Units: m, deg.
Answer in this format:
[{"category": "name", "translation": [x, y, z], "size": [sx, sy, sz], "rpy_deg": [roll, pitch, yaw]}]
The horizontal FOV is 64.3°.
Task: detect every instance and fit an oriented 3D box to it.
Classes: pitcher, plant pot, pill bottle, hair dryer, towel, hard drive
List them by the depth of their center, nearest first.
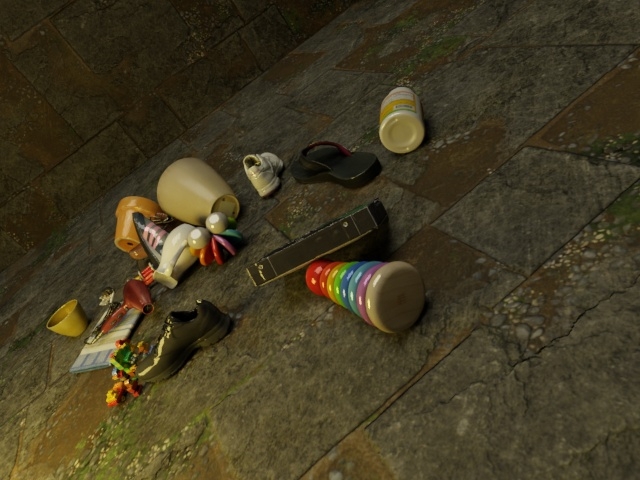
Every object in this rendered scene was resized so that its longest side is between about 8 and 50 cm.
[{"category": "hard drive", "translation": [0.000, 0.000, 1.293], "size": [0.339, 0.064, 0.237], "rpy_deg": [-28, 4, 15]}, {"category": "pill bottle", "translation": [0.257, -0.391, 1.608], "size": [0.137, 0.136, 0.245], "rpy_deg": [-22, 32, 23]}, {"category": "hair dryer", "translation": [-0.643, 0.233, 1.676], "size": [0.294, 0.080, 0.223], "rpy_deg": [-19, 51, 32]}, {"category": "towel", "translation": [-0.692, 0.310, 1.690], "size": [0.210, 0.034, 0.284], "rpy_deg": [-16, 36, 27]}, {"category": "pitcher", "translation": [-0.473, 0.044, 1.711], "size": [0.178, 0.126, 0.207], "rpy_deg": [-32, 31, 62]}, {"category": "plant pot", "translation": [-0.918, 0.300, 1.877], "size": [0.134, 0.095, 0.134], "rpy_deg": [-26, 30, 16]}, {"category": "plant pot", "translation": [-0.432, -0.157, 1.918], "size": [0.274, 0.256, 0.256], "rpy_deg": [27, 65, 41]}, {"category": "plant pot", "translation": [-0.784, -0.053, 2.172], "size": [0.205, 0.205, 0.187], "rpy_deg": [-17, 50, 30]}]

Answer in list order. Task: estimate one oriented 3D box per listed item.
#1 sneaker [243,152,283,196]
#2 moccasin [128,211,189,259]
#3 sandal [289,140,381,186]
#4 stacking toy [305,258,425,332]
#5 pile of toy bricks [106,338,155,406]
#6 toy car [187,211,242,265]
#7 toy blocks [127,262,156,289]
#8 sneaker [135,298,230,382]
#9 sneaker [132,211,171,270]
[{"category": "sneaker", "translation": [-0.222, -0.291, 1.951], "size": [0.114, 0.152, 0.305], "rpy_deg": [-32, 28, 12]}, {"category": "moccasin", "translation": [-0.626, -0.072, 2.059], "size": [0.380, 0.147, 0.139], "rpy_deg": [-45, 30, -16]}, {"category": "sandal", "translation": [0.029, -0.276, 1.708], "size": [0.167, 0.107, 0.446], "rpy_deg": [-47, 31, -19]}, {"category": "stacking toy", "translation": [0.068, 0.100, 1.112], "size": [0.141, 0.141, 0.330], "rpy_deg": [-48, 26, -20]}, {"category": "pile of toy bricks", "translation": [-0.543, 0.341, 1.413], "size": [0.118, 0.105, 0.212], "rpy_deg": [-26, 31, 18]}, {"category": "toy car", "translation": [-0.333, 0.008, 1.666], "size": [0.182, 0.159, 0.136], "rpy_deg": [-41, 64, -11]}, {"category": "toy blocks", "translation": [-0.629, 0.132, 1.861], "size": [0.148, 0.054, 0.123], "rpy_deg": [-39, 29, -7]}, {"category": "sneaker", "translation": [-0.384, 0.256, 1.347], "size": [0.286, 0.130, 0.109], "rpy_deg": [-39, 31, -3]}, {"category": "sneaker", "translation": [-0.596, -0.005, 1.893], "size": [0.131, 0.112, 0.319], "rpy_deg": [-25, 56, -25]}]
